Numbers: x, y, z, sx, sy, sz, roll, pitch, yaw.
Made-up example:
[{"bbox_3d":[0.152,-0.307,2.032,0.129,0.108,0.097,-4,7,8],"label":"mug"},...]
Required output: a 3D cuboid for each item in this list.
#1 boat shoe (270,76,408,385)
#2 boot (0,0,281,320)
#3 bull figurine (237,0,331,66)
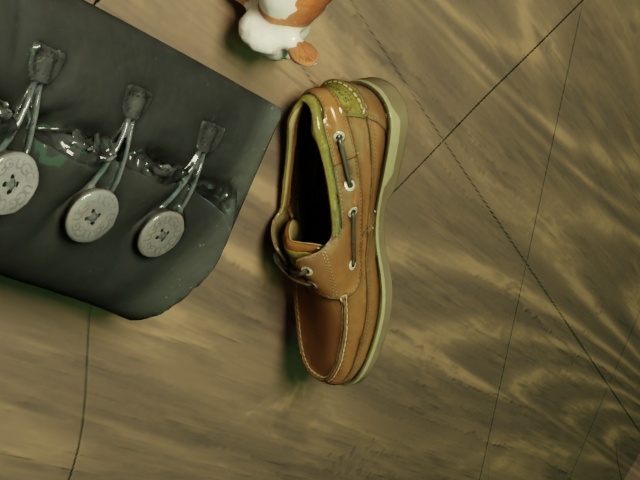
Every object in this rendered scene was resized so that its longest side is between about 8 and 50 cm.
[{"bbox_3d":[0.000,0.000,1.050,0.104,0.111,0.307,-14,115,-41],"label":"boat shoe"},{"bbox_3d":[-0.248,-0.007,0.716,0.367,0.146,0.445,-50,158,10],"label":"boot"},{"bbox_3d":[0.005,-0.282,0.851,0.188,0.101,0.310,-37,139,-32],"label":"bull figurine"}]
